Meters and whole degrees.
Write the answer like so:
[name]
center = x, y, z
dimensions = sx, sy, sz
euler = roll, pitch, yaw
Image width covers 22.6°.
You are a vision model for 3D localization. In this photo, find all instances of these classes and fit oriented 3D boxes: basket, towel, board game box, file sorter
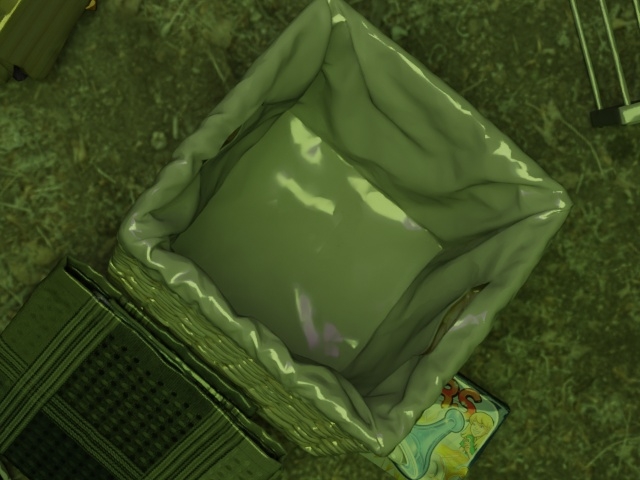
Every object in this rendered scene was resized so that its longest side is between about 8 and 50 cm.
[basket]
center = 0.000, 0.000, 1.580
dimensions = 0.331, 0.266, 0.328
euler = 40, 71, -5
[towel]
center = -0.213, 0.193, 1.683
dimensions = 0.312, 0.056, 0.324
euler = 43, 133, -2
[board game box]
center = 0.089, 0.183, 1.763
dimensions = 0.201, 0.035, 0.136
euler = 34, 96, -4
[file sorter]
center = 0.409, -0.231, 1.637
dimensions = 0.277, 0.193, 0.173
euler = -14, 93, 2

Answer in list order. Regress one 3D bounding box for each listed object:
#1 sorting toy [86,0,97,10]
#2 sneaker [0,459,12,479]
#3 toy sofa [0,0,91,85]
[sorting toy]
center = -0.295, -0.407, 1.695
dimensions = 0.229, 0.041, 0.307
euler = 7, 97, -5
[sneaker]
center = -0.452, 0.234, 1.717
dimensions = 0.107, 0.124, 0.283
euler = -42, 93, 21
[toy sofa]
center = -0.285, -0.347, 1.624
dimensions = 0.150, 0.177, 0.363
euler = 36, 94, 17
